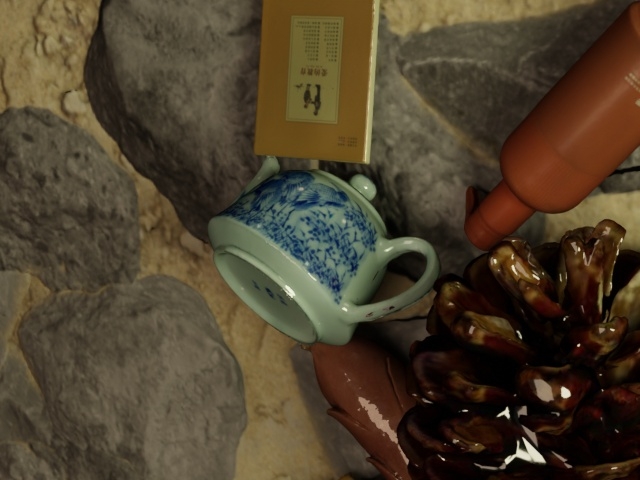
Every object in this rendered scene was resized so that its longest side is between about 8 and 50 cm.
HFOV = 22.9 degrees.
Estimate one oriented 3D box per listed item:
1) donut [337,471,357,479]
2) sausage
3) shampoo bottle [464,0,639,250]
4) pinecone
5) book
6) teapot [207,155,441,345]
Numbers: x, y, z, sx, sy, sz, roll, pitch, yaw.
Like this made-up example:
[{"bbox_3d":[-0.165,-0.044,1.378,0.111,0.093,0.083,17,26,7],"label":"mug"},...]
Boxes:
[{"bbox_3d":[0.057,0.358,1.390,0.295,0.151,0.112,59,156,8],"label":"donut"},{"bbox_3d":[0.128,0.238,1.367,0.433,0.088,0.088,50,125,12],"label":"sausage"},{"bbox_3d":[0.195,-0.078,1.229,0.085,0.085,0.244,52,127,11],"label":"shampoo bottle"},{"bbox_3d":[0.190,0.130,1.191,0.298,0.242,0.296,14,113,38],"label":"pinecone"},{"bbox_3d":[-0.004,-0.156,1.365,0.118,0.012,0.172,7,96,33],"label":"book"},{"bbox_3d":[0.000,0.000,1.360,0.232,0.159,0.159,29,119,36],"label":"teapot"}]
